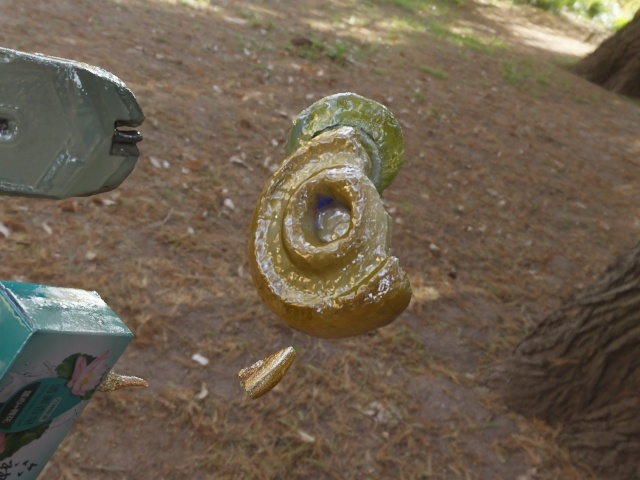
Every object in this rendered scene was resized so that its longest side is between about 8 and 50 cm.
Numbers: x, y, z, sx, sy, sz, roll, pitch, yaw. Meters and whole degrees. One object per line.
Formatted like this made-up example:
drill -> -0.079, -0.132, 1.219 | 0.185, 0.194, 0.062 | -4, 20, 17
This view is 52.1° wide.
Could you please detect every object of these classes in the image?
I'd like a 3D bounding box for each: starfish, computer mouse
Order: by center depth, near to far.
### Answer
computer mouse -> -0.477, -0.178, 0.956 | 0.429, 0.228, 0.145 | 3, 16, -37
starfish -> -0.505, 0.280, 1.264 | 0.293, 0.301, 0.084 | 45, 35, -58

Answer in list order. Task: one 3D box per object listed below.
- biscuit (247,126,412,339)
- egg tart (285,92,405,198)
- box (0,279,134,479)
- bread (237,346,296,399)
biscuit -> -0.001, 0.000, 0.807 | 0.091, 0.213, 0.274 | 27, 34, -51
egg tart -> 0.034, -0.129, 0.999 | 0.197, 0.197, 0.078 | 23, 26, -1
box -> -0.350, 0.172, 0.750 | 0.092, 0.245, 0.153 | 39, 9, 25
bread -> -0.106, 0.273, 1.375 | 0.054, 0.136, 0.154 | 57, -15, -12
